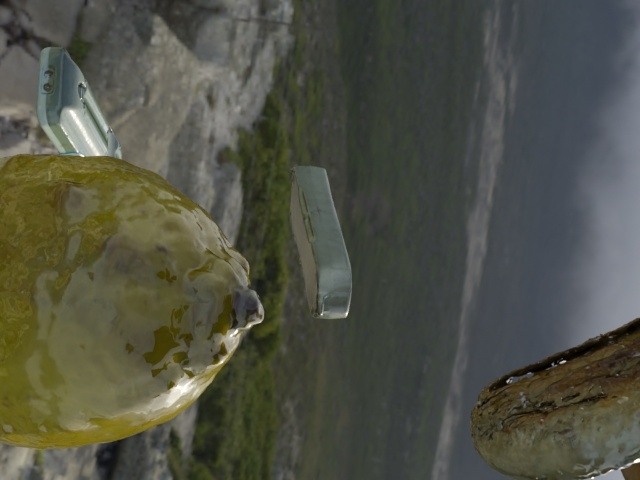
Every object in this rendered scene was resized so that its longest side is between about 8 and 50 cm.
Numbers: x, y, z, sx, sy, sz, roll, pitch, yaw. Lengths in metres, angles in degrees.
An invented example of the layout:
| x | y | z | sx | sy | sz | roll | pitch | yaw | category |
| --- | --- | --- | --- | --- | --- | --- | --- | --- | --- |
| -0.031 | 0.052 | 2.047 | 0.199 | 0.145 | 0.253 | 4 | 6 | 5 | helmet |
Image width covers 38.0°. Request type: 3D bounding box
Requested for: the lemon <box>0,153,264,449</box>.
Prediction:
| x | y | z | sx | sy | sz | roll | pitch | yaw | category |
| --- | --- | --- | --- | --- | --- | --- | --- | --- | --- |
| -0.226 | 0.055 | 0.822 | 0.285 | 0.316 | 0.285 | -22 | 127 | -33 | lemon |

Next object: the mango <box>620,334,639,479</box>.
| x | y | z | sx | sy | sz | roll | pitch | yaw | category |
| --- | --- | --- | --- | --- | --- | --- | --- | --- | --- |
| 0.482 | 0.230 | 1.031 | 0.300 | 0.232 | 0.445 | -59 | -161 | 18 | mango |

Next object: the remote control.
| x | y | z | sx | sy | sz | roll | pitch | yaw | category |
| --- | --- | --- | --- | --- | --- | --- | --- | --- | --- |
| -0.370 | -0.174 | 1.462 | 0.335 | 0.065 | 0.128 | 87 | -1 | -72 | remote control |

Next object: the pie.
| x | y | z | sx | sy | sz | roll | pitch | yaw | category |
| --- | --- | --- | --- | --- | --- | --- | --- | --- | --- |
| 0.247 | 0.116 | 0.764 | 0.055 | 0.274 | 0.274 | 64 | 15 | -2 | pie |

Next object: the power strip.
| x | y | z | sx | sy | sz | roll | pitch | yaw | category |
| --- | --- | --- | --- | --- | --- | --- | --- | --- | --- |
| -0.003 | 0.000 | 1.114 | 0.286 | 0.048 | 0.080 | -102 | -166 | -59 | power strip |
